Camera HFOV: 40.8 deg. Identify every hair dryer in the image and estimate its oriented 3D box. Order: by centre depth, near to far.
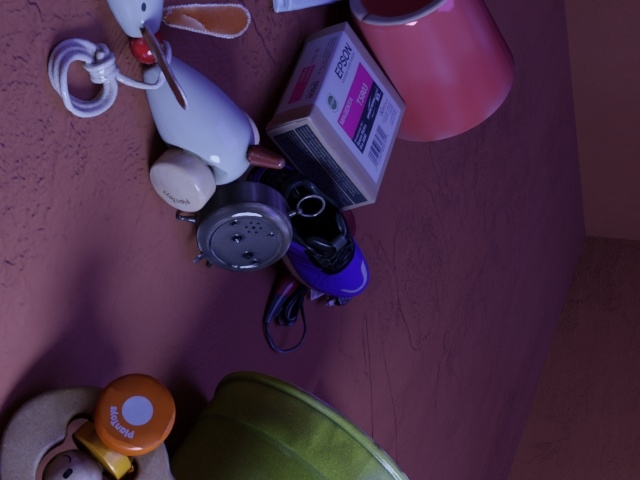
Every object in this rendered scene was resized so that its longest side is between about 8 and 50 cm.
[{"bbox_3d":[-0.013,0.019,1.397,0.223,0.080,0.293,-36,123,-51],"label":"hair dryer"}]

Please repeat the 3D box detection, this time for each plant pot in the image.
[{"bbox_3d":[-0.102,0.417,1.072,0.353,0.366,0.366,-46,135,-34],"label":"plant pot"},{"bbox_3d":[0.179,-0.351,1.490,0.243,0.275,0.275,57,46,-47],"label":"plant pot"}]

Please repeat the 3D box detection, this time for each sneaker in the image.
[{"bbox_3d":[-0.001,0.000,1.278,0.102,0.146,0.293,-51,124,-13],"label":"sneaker"}]

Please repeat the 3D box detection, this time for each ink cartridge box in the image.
[{"bbox_3d":[0.032,-0.195,1.361,0.193,0.088,0.234,49,45,-34],"label":"ink cartridge box"}]

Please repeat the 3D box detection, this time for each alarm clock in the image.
[{"bbox_3d":[-0.085,-0.020,1.157,0.064,0.192,0.129,-104,171,-46],"label":"alarm clock"}]

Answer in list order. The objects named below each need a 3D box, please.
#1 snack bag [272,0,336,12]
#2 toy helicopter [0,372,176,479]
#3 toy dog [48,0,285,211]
[{"bbox_3d":[0.002,-0.548,1.363,0.323,0.037,0.342,-35,127,-55],"label":"snack bag"},{"bbox_3d":[-0.238,0.324,0.879,0.235,0.140,0.355,-12,71,-27],"label":"toy helicopter"},{"bbox_3d":[-0.144,-0.180,1.034,0.333,0.161,0.220,51,51,-53],"label":"toy dog"}]
